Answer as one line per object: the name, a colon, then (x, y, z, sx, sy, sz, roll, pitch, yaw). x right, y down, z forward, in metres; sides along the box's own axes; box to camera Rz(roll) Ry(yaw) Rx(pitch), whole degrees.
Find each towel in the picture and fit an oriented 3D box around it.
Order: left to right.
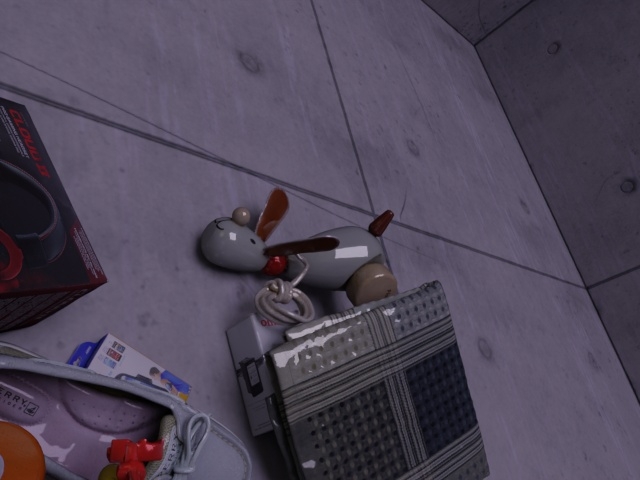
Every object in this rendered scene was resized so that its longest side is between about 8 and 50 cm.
towel: (0.085, 0.241, 0.736, 0.324, 0.056, 0.313, -15, 90, -35)

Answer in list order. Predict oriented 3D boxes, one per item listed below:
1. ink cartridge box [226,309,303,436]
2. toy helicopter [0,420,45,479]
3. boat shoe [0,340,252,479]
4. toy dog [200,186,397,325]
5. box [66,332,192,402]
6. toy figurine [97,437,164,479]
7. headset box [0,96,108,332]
ink cartridge box: (-0.055, 0.179, 0.747, 0.109, 0.063, 0.151, 6, 59, -48)
toy helicopter: (-0.314, 0.270, 0.296, 0.354, 0.140, 0.235, -7, 50, -36)
boat shoe: (-0.194, 0.188, 0.510, 0.320, 0.103, 0.118, 36, 63, -24)
toy dog: (0.000, 0.000, 0.843, 0.220, 0.161, 0.333, 37, 19, 31)
box: (-0.215, 0.165, 0.597, 0.136, 0.028, 0.081, 42, 38, -23)
toy figurine: (-0.061, 0.339, 0.404, 0.217, 0.191, 0.363, 8, 75, -27)
headset box: (-0.331, -0.028, 0.461, 0.218, 0.110, 0.293, 63, 10, 6)
